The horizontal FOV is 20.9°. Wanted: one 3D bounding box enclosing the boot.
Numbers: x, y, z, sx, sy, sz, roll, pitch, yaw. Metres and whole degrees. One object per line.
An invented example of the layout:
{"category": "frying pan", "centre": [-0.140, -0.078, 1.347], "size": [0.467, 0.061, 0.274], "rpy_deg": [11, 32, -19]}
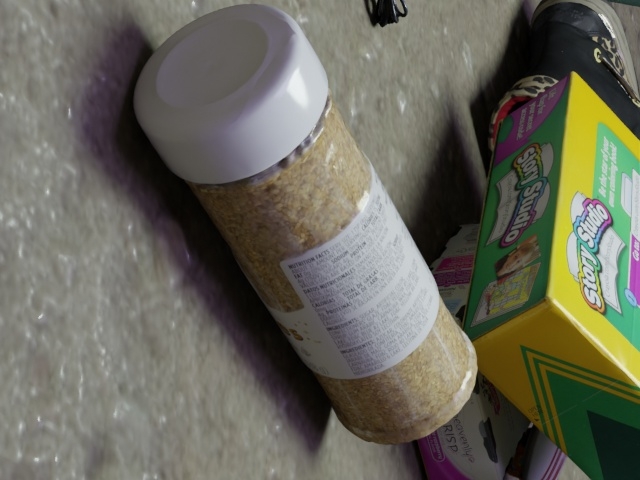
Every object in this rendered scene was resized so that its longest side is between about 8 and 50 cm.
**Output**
{"category": "boot", "centre": [0.297, -0.058, 1.862], "size": [0.377, 0.138, 0.284], "rpy_deg": [69, 26, -19]}

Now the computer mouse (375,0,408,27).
{"category": "computer mouse", "centre": [0.082, -0.266, 1.574], "size": [0.193, 0.042, 0.106], "rpy_deg": [-38, 113, -56]}

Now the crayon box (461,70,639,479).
{"category": "crayon box", "centre": [0.278, 0.066, 1.555], "size": [0.313, 0.106, 0.363], "rpy_deg": [43, 32, -18]}

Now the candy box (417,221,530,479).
{"category": "candy box", "centre": [0.141, 0.096, 1.557], "size": [0.233, 0.071, 0.159], "rpy_deg": [-49, 127, -60]}

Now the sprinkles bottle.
{"category": "sprinkles bottle", "centre": [0.000, 0.000, 1.214], "size": [0.355, 0.121, 0.121], "rpy_deg": [59, 34, -42]}

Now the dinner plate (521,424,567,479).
{"category": "dinner plate", "centre": [0.214, 0.185, 1.620], "size": [0.141, 0.017, 0.141], "rpy_deg": [-46, 145, -45]}

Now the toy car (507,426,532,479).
{"category": "toy car", "centre": [0.177, 0.219, 1.646], "size": [0.122, 0.040, 0.060], "rpy_deg": [-25, 102, -58]}

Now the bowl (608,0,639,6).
{"category": "bowl", "centre": [0.359, -0.409, 2.072], "size": [0.311, 0.163, 0.311], "rpy_deg": [-8, 90, -66]}
